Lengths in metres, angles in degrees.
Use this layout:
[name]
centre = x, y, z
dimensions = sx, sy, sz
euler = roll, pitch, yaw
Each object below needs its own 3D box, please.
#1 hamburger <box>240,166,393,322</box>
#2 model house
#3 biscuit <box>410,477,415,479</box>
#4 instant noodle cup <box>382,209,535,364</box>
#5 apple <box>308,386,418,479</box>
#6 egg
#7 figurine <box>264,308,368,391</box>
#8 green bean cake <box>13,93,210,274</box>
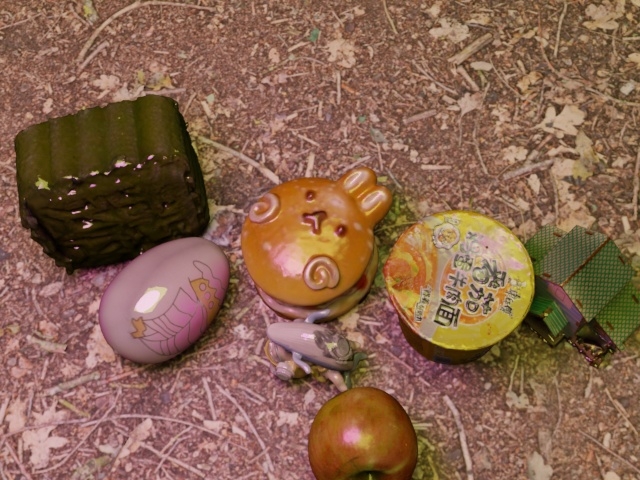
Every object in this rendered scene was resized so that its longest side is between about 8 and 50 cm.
[hamburger]
centre = 0.000, 0.000, 1.795
dimensions = 0.302, 0.186, 0.261
euler = -24, 67, -9
[model house]
centre = 0.457, 0.085, 1.710
dimensions = 0.178, 0.206, 0.271
euler = -38, 69, -13
[biscuit]
centre = 0.140, 0.524, 1.625
dimensions = 0.174, 0.039, 0.183
euler = -34, 68, -13
[instant noodle cup]
centre = 0.247, 0.101, 1.720
dimensions = 0.264, 0.200, 0.265
euler = -1, 66, 3
[apple]
centre = 0.071, 0.350, 1.627
dimensions = 0.195, 0.196, 0.196
euler = -2, 65, 3
[egg]
centre = -0.283, 0.109, 1.761
dimensions = 0.271, 0.196, 0.196
euler = -30, 67, -16
[figurine]
centre = -0.011, 0.209, 1.731
dimensions = 0.208, 0.183, 0.128
euler = 34, 59, -22
[green bean cake]
centre = -0.379, -0.096, 1.782
dimensions = 0.319, 0.335, 0.218
euler = -16, 64, 2
